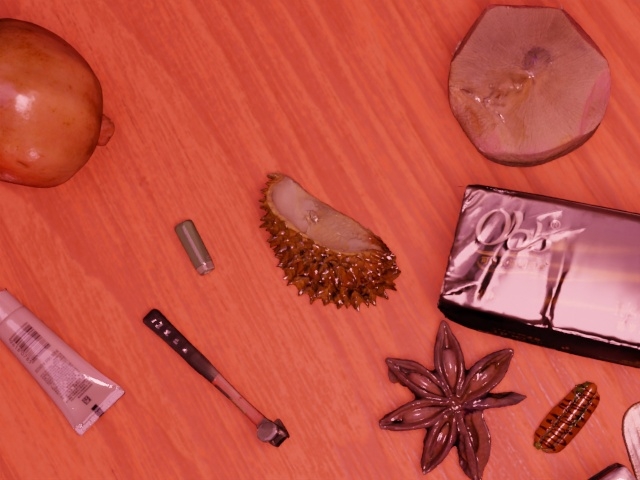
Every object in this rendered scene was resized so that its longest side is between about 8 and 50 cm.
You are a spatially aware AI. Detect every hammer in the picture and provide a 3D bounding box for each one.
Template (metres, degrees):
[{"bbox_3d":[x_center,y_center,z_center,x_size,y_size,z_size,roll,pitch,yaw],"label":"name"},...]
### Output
[{"bbox_3d":[-0.153,0.195,1.664,0.287,0.111,0.033,41,86,20],"label":"hammer"}]

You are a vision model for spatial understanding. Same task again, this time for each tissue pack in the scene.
[{"bbox_3d":[0.344,0.054,1.551,0.369,0.210,0.198,12,90,9],"label":"tissue pack"}]

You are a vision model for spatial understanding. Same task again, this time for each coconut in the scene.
[{"bbox_3d":[0.279,-0.215,1.582,0.227,0.230,0.227,-2,81,10],"label":"coconut"}]

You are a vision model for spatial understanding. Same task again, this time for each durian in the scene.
[{"bbox_3d":[0.000,0.000,1.663,0.252,0.144,0.139,28,65,17],"label":"durian"}]

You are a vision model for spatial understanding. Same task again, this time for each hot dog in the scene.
[{"bbox_3d":[0.342,0.246,1.604,0.049,0.037,0.122,38,90,9],"label":"hot dog"}]

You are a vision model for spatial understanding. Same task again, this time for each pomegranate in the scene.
[{"bbox_3d":[-0.422,-0.192,1.689,0.270,0.252,0.229,22,97,-31],"label":"pomegranate"}]

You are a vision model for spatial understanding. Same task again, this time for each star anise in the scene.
[{"bbox_3d":[0.173,0.220,1.615,0.196,0.073,0.212,29,84,8],"label":"star anise"}]

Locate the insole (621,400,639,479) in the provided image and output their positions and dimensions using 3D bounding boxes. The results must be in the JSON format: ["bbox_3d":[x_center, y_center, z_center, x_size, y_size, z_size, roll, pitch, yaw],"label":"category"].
[{"bbox_3d":[0.498,0.385,1.574,0.119,0.009,0.349,-18,80,6],"label":"insole"}]

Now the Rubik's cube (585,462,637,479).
[{"bbox_3d":[0.348,0.450,1.459,0.253,0.256,0.259,-33,77,5],"label":"Rubik's cube"}]

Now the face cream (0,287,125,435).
[{"bbox_3d":[-0.407,0.172,1.723,0.243,0.058,0.092,45,84,6],"label":"face cream"}]

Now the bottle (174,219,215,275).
[{"bbox_3d":[-0.186,0.011,1.722,0.030,0.030,0.083,-29,80,4],"label":"bottle"}]
